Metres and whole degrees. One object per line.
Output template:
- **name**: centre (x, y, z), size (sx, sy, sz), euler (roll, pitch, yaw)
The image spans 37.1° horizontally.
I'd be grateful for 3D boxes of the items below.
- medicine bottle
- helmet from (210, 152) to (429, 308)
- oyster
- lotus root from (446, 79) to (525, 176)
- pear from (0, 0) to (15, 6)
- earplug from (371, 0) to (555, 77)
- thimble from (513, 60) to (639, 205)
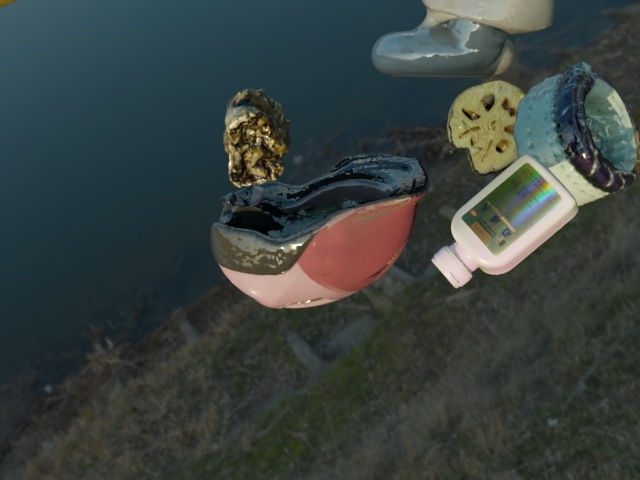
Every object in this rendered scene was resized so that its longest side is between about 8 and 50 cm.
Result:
- **medicine bottle**: centre (0.267, -0.020, 1.426), size (0.219, 0.078, 0.115), euler (-41, 66, 4)
- **helmet**: centre (0.000, 0.000, 1.101), size (0.253, 0.154, 0.198), euler (-2, 22, 6)
- **oyster**: centre (-0.112, -0.203, 1.846), size (0.083, 0.214, 0.223), euler (9, 43, 22)
- **lotus root**: centre (0.337, -0.229, 1.941), size (0.203, 0.183, 0.078), euler (-15, 10, -16)
- **pear**: centre (-0.420, -0.405, 1.072), size (0.294, 0.294, 0.294), euler (-20, 37, 16)
- **earplug**: centre (0.205, -0.318, 1.373), size (0.325, 0.214, 0.175), euler (-41, 59, 57)
- **thimble**: centre (0.450, -0.184, 1.681), size (0.150, 0.237, 0.237), euler (-22, 33, 42)
